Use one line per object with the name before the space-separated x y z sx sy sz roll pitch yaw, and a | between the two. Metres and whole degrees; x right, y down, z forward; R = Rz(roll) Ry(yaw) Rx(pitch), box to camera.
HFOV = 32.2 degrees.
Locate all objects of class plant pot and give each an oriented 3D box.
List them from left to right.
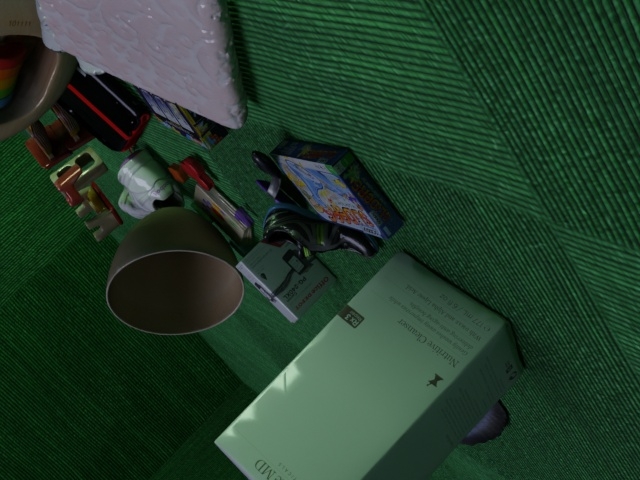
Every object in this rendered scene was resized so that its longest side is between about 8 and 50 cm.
plant pot | -0.308 0.041 2.345 0.284 0.284 0.191 60 -163 -48

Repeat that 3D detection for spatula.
spatula | -0.072 -0.091 1.682 0.084 0.030 0.296 42 174 12

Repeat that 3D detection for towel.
towel | -0.247 -0.297 1.460 0.317 0.053 0.332 25 161 13

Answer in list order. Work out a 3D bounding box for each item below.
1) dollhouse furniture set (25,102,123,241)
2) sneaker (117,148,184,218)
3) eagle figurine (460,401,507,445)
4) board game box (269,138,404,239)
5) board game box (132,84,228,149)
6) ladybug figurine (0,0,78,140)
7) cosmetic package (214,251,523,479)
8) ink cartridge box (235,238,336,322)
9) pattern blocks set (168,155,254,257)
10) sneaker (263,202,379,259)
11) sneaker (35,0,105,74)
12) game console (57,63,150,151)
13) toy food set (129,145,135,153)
dollhouse furniture set | -0.561 -0.205 2.487 0.374 0.152 0.201 48 170 30
sneaker | -0.375 -0.089 2.485 0.152 0.114 0.305 44 167 9
eagle figurine | 0.168 0.241 1.822 0.298 0.225 0.226 7 -107 -62
board game box | 0.019 -0.074 1.534 0.136 0.035 0.201 51 166 -23
board game box | -0.239 -0.232 1.802 0.170 0.048 0.141 30 159 48
ladybug figurine | -0.594 -0.334 1.978 0.449 0.305 0.162 -49 59 45
cosmetic package | 0.072 0.231 1.540 0.217 0.385 0.156 34 163 35
ink cartridge box | -0.061 0.059 2.014 0.150 0.109 0.063 45 163 -2
pattern blocks set | -0.197 -0.056 2.247 0.285 0.026 0.325 46 167 -6
sneaker | 0.000 0.000 1.668 0.188 0.078 0.067 14 155 18
sneaker | -0.367 -0.344 1.717 0.297 0.111 0.129 24 144 42
game console | -0.507 -0.345 2.229 0.386 0.060 0.342 42 161 -7
toy food set | -0.444 -0.228 2.481 0.083 0.020 0.082 37 165 29
